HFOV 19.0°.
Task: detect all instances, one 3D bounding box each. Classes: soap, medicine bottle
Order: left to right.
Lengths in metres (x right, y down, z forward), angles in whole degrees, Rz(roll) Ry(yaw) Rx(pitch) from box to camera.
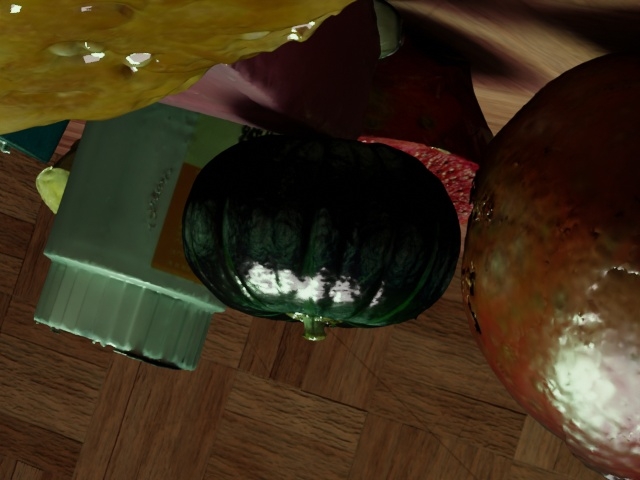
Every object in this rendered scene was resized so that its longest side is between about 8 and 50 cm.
[{"bbox_3d":[-0.148,-0.185,1.359,0.359,0.128,0.233,16,175,26],"label":"soap"},{"bbox_3d":[-0.121,-0.062,1.558,0.158,0.318,0.158,18,176,1],"label":"medicine bottle"}]

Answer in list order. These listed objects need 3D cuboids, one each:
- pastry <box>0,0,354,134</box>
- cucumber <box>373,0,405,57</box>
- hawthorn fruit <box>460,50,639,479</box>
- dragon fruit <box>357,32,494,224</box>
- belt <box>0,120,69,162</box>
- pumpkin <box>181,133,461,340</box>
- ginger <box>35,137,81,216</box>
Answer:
[{"bbox_3d":[-0.115,-0.172,0.825,0.284,0.184,0.315,8,159,-43],"label":"pastry"},{"bbox_3d":[0.018,-0.167,1.440,0.107,0.067,0.035,12,-149,27],"label":"cucumber"},{"bbox_3d":[0.235,0.021,1.302,0.316,0.316,0.316,17,176,1],"label":"hawthorn fruit"},{"bbox_3d":[0.074,-0.113,1.562,0.126,0.161,0.274,-13,158,15],"label":"dragon fruit"},{"bbox_3d":[-0.367,-0.203,1.773,0.300,0.173,0.436,26,174,9],"label":"belt"},{"bbox_3d":[0.000,0.000,1.336,0.202,0.140,0.202,10,174,1],"label":"pumpkin"},{"bbox_3d":[-0.063,-0.094,1.901,0.348,0.122,0.363,-12,170,28],"label":"ginger"}]
